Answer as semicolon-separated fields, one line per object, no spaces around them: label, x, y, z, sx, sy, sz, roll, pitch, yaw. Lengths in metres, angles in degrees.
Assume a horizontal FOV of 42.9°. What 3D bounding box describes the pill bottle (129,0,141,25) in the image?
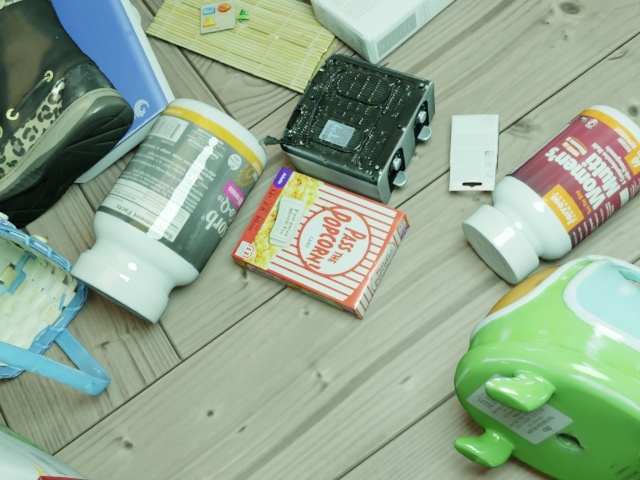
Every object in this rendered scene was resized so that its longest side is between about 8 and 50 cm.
pill bottle;-0.388;-0.400;1.330;0.119;0.119;0.208;-40;63;-4

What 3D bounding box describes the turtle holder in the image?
turtle holder;0.311;0.148;0.832;0.320;0.243;0.227;14;54;30

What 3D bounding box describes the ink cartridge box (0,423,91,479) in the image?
ink cartridge box;-0.423;0.265;0.911;0.207;0.353;0.119;23;74;23

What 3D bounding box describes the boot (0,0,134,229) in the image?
boot;-0.473;-0.186;1.184;0.377;0.138;0.284;-35;77;21

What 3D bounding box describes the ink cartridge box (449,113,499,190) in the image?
ink cartridge box;0.206;-0.113;1.092;0.063;0.029;0.115;1;68;15

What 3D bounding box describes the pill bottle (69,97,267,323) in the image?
pill bottle;-0.204;-0.039;1.097;0.162;0.162;0.278;24;76;23

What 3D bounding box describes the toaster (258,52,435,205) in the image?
toaster;0.046;-0.150;1.105;0.186;0.110;0.168;22;73;22

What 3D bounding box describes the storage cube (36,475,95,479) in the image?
storage cube;-0.255;0.394;0.892;0.184;0.215;0.193;31;84;24

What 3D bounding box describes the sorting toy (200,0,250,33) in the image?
sorting toy;-0.150;-0.358;1.284;0.083;0.012;0.062;-8;63;11

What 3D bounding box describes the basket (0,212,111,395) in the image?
basket;-0.423;0.083;1.050;0.201;0.255;0.289;-48;54;-1

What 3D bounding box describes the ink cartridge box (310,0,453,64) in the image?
ink cartridge box;0.101;-0.440;1.234;0.296;0.066;0.261;-40;64;-9

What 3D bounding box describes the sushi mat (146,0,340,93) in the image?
sushi mat;-0.118;-0.338;1.285;0.317;0.019;0.151;25;74;23

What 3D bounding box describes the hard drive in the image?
hard drive;-0.355;-0.277;1.220;0.210;0.040;0.318;-31;78;25

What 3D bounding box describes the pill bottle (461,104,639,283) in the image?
pill bottle;0.288;-0.054;0.991;0.221;0.121;0.121;-40;63;-5

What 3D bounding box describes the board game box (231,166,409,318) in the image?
board game box;0.000;0.000;1.087;0.193;0.045;0.146;21;74;22
